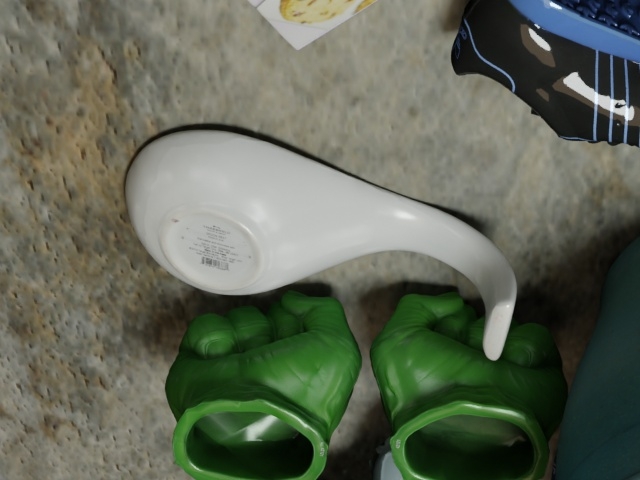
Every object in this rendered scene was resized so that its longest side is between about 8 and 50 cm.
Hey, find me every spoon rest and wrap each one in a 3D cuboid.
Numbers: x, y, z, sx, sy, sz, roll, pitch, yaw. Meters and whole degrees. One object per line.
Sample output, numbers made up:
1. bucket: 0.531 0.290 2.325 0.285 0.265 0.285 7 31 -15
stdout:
1. spoon rest: 0.000 0.000 1.160 0.276 0.084 0.137 17 134 7

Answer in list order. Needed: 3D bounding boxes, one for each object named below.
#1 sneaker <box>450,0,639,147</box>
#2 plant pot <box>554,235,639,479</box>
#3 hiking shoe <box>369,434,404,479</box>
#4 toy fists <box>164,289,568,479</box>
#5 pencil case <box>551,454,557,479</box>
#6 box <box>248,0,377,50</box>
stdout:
1. sneaker: 0.190 -0.092 1.042 0.232 0.081 0.090 28 134 -12
2. plant pot: 0.276 0.123 1.115 0.272 0.255 0.271 3 135 3
3. hiking shoe: 0.051 0.248 1.316 0.113 0.132 0.304 -8 149 -46
4. toy fists: 0.031 0.097 1.198 0.279 0.142 0.096 -1 118 6
5. pencil case: 0.365 0.252 1.305 0.386 0.167 0.160 11 93 -6
6. box: 0.090 -0.215 0.936 0.324 0.063 0.067 -28 127 29
